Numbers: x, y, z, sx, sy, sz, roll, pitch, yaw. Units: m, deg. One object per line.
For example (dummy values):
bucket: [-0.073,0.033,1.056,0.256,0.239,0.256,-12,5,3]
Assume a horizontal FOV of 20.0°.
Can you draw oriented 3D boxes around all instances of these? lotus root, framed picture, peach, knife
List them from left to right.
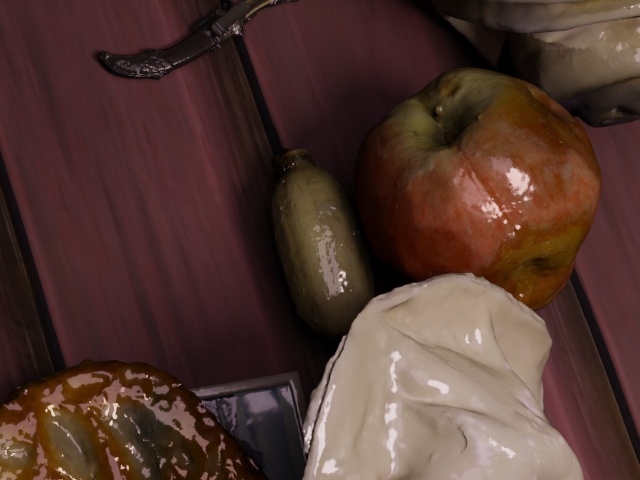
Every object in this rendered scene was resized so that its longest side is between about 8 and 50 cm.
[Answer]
knife: [-0.099,-0.194,1.686,0.222,0.021,0.045,-25,78,-23]
framed picture: [-0.066,0.220,1.557,0.150,0.015,0.203,-7,74,-20]
lotus root: [0.001,0.000,1.615,0.077,0.090,0.183,-16,73,6]
peach: [0.149,-0.033,1.608,0.235,0.214,0.214,49,56,-43]

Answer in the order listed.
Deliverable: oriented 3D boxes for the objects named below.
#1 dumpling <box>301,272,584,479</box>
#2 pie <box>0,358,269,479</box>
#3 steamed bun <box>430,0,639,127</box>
dumpling: [0.068,0.199,1.459,0.315,0.233,0.395,43,61,-41]
pie: [-0.168,0.242,1.471,0.315,0.092,0.315,5,67,-13]
steamed bun: [0.262,-0.224,1.657,0.394,0.346,0.237,14,81,-39]
